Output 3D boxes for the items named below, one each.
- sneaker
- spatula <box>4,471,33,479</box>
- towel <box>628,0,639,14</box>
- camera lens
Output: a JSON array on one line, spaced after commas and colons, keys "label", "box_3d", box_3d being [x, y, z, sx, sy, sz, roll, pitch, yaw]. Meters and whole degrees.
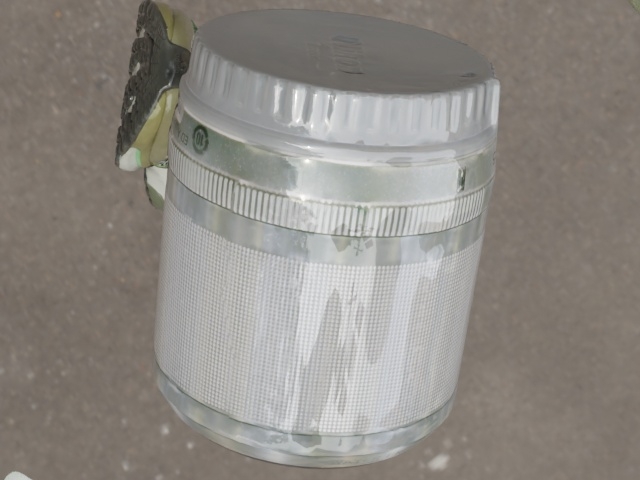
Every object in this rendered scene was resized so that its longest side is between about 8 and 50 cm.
[{"label": "sneaker", "box_3d": [-0.082, -0.116, 1.243, 0.182, 0.158, 0.410, 5, 173, 2]}, {"label": "spatula", "box_3d": [-0.247, 0.345, 1.236, 0.019, 0.168, 0.242, -11, 133, 37]}, {"label": "towel", "box_3d": [0.400, -0.276, 1.182, 0.056, 0.324, 0.312, -32, 168, -33]}, {"label": "camera lens", "box_3d": [0.000, 0.000, 0.907, 0.219, 0.219, 0.274, -7, 117, -30]}]
